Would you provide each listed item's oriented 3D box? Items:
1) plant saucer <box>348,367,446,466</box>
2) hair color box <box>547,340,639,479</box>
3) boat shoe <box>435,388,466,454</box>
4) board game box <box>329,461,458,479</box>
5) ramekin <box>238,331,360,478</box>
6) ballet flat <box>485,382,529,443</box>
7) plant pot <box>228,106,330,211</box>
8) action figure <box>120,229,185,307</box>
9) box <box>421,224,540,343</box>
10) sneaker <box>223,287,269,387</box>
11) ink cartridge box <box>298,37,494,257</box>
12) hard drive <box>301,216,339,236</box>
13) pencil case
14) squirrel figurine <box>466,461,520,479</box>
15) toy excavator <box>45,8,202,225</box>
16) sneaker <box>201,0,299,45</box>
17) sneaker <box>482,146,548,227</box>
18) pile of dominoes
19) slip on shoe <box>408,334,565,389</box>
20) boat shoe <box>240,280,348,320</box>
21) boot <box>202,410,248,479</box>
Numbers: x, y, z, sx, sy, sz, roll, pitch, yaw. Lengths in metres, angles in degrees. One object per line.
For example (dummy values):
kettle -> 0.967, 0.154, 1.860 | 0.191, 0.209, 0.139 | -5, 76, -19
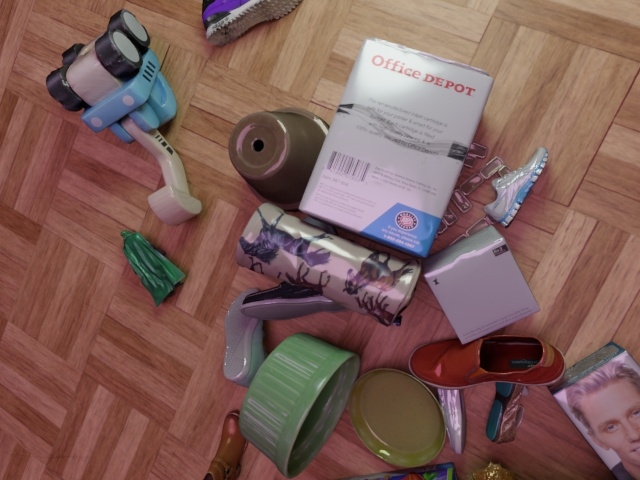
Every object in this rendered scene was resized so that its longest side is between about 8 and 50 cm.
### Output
plant saucer -> 0.180, 0.410, 1.127 | 0.240, 0.037, 0.241 | 6, 103, 30
hair color box -> 0.646, 0.402, 0.970 | 0.173, 0.105, 0.347 | -39, 78, 13
boat shoe -> 0.296, 0.394, 1.103 | 0.063, 0.066, 0.184 | -7, 88, 28
board game box -> 0.131, 0.606, 1.064 | 0.346, 0.233, 0.078 | -17, 85, 16
ramekin -> -0.048, 0.360, 1.094 | 0.148, 0.303, 0.304 | 26, 97, 23
ballet flat -> 0.424, 0.352, 1.069 | 0.067, 0.073, 0.206 | 11, 97, -10
plant pot -> -0.101, -0.208, 1.142 | 0.262, 0.229, 0.263 | 0, 89, 17
action figure -> -0.484, 0.056, 1.347 | 0.137, 0.063, 0.232 | -44, 82, 15
box -> 0.340, 0.093, 1.037 | 0.180, 0.119, 0.182 | -28, 98, 16
sneaker -> -0.176, 0.260, 1.240 | 0.094, 0.151, 0.256 | -11, 52, 20
ink cartridge box -> 0.163, -0.192, 1.049 | 0.285, 0.166, 0.395 | 22, 90, 9
hard drive -> 0.000, 0.000, 1.216 | 0.094, 0.022, 0.135 | -28, 82, 15
pencil case -> 0.011, 0.048, 1.063 | 0.410, 0.183, 0.160 | 21, 89, 12
squirrel figurine -> 0.408, 0.580, 0.882 | 0.370, 0.397, 0.281 | 7, 76, -14
toy excavator -> -0.470, -0.312, 1.278 | 0.222, 0.445, 0.433 | -27, 41, 17
sneaker -> -0.189, -0.637, 1.235 | 0.293, 0.102, 0.146 | -19, 84, 17
sneaker -> 0.423, -0.128, 1.047 | 0.082, 0.071, 0.191 | 32, 92, 18
pile of dominoes -> 0.327, -0.101, 1.119 | 0.251, 0.040, 0.196 | -40, 78, 5
slip on shoe -> 0.339, 0.253, 1.030 | 0.331, 0.101, 0.123 | -10, 50, 36
boat shoe -> -0.044, 0.130, 1.170 | 0.302, 0.114, 0.091 | -4, 61, -2
boot -> -0.250, 0.555, 1.225 | 0.072, 0.152, 0.197 | 1, 90, 18
